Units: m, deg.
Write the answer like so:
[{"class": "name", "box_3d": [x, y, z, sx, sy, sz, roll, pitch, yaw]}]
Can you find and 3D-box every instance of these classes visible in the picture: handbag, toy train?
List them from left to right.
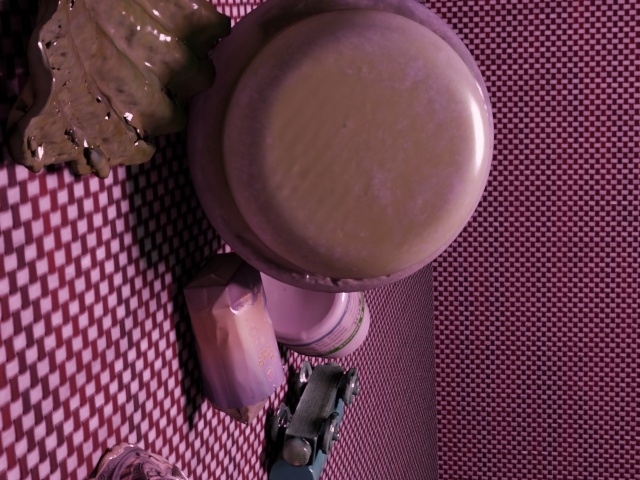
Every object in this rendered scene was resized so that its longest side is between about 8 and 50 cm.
[{"class": "handbag", "box_3d": [-0.098, 0.109, 1.193, 0.117, 0.095, 0.173, -54, 134, -66]}, {"class": "toy train", "box_3d": [-0.012, 0.276, 1.565, 0.248, 0.101, 0.159, -59, 160, -64]}]

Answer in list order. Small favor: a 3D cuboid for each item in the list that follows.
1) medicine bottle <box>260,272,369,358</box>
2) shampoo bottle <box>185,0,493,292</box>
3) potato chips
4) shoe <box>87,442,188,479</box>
[{"class": "medicine bottle", "box_3d": [-0.008, 0.090, 1.466, 0.237, 0.139, 0.139, 49, 43, -70]}, {"class": "shampoo bottle", "box_3d": [0.016, -0.109, 1.154, 0.317, 0.322, 0.323, -146, -127, -76]}, {"class": "potato chips", "box_3d": [-0.167, -0.234, 0.858, 0.389, 0.097, 0.373, -45, 131, -77]}, {"class": "shoe", "box_3d": [-0.150, 0.232, 0.938, 0.180, 0.092, 0.089, -32, 121, -75]}]
